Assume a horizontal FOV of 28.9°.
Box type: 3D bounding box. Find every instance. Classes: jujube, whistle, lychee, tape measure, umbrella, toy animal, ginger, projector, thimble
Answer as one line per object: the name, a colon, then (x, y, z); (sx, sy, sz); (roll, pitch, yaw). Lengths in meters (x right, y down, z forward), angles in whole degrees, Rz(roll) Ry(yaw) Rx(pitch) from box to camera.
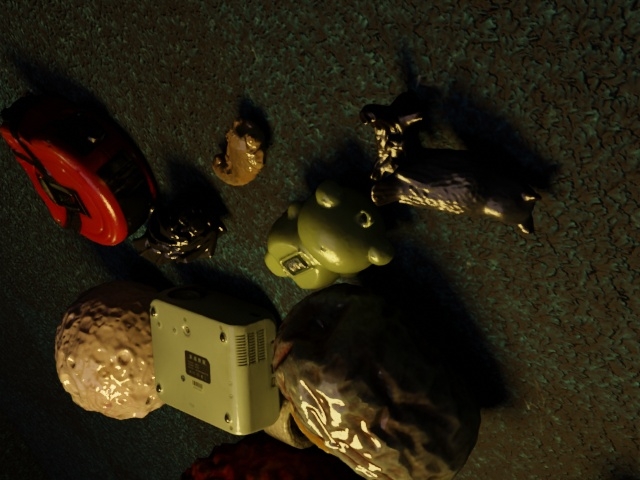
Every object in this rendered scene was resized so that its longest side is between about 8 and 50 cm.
jujube: (0.078, 0.207, 1.700); (0.317, 0.226, 0.226); (47, 156, -26)
whistle: (0.000, 0.000, 1.636); (0.131, 0.106, 0.288); (48, 153, -8)
lychee: (-0.086, 0.574, 2.243); (0.425, 0.424, 0.499); (25, 145, 36)
tape measure: (-0.390, -0.111, 2.045); (0.260, 0.114, 0.253); (19, 144, 43)
umbrella: (-0.246, -0.010, 2.014); (0.118, 0.118, 0.340); (50, 163, -9)
toy animal: (0.133, -0.065, 1.340); (0.210, 0.117, 0.121); (31, 144, 32)
ginger: (-0.110, -0.113, 1.702); (0.069, 0.051, 0.173); (49, 152, 2)
projector: (-0.183, 0.197, 2.108); (0.250, 0.108, 0.198); (16, 113, 46)
thimble: (-0.050, 0.296, 2.147); (0.090, 0.102, 0.115); (16, 112, 46)

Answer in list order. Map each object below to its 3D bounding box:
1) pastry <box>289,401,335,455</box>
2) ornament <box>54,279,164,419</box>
pastry: (0.024, 0.285, 2.036); (0.166, 0.088, 0.165); (31, 151, 20)
ornament: (-0.357, 0.200, 2.289); (0.225, 0.259, 0.259); (-19, 117, 30)
